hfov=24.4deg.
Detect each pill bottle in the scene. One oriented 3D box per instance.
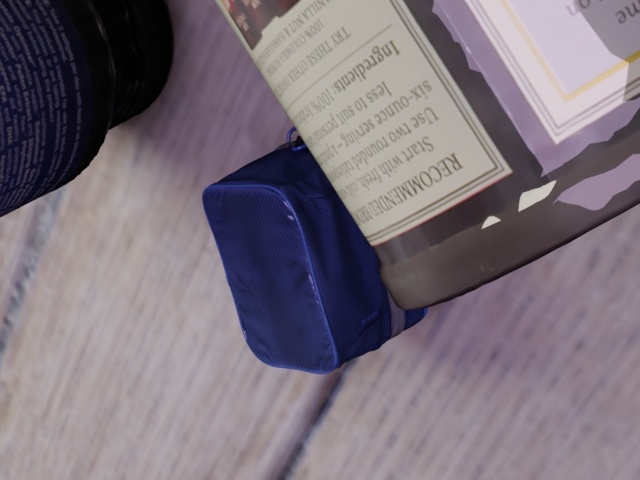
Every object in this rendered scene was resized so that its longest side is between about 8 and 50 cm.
[{"bbox_3d":[-0.163,-0.061,0.608,0.123,0.219,0.122,15,119,29],"label":"pill bottle"}]

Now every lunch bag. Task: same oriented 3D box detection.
[{"bbox_3d":[0.000,0.000,0.626,0.067,0.065,0.098,6,117,50],"label":"lunch bag"}]

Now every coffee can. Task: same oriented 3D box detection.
[{"bbox_3d":[0.036,-0.148,0.439,0.201,0.201,0.275,-31,92,40],"label":"coffee can"}]
